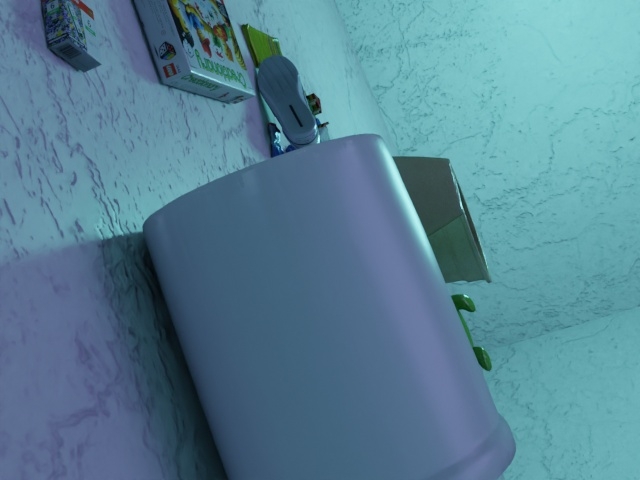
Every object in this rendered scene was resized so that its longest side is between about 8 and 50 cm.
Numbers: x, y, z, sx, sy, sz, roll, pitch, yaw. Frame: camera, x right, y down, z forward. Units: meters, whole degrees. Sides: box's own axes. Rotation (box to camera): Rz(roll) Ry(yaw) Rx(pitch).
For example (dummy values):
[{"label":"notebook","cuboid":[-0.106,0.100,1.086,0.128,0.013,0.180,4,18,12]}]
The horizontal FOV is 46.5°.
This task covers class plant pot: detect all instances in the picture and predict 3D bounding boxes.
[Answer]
[{"label":"plant pot","cuboid":[0.171,-0.085,1.667,0.256,0.273,0.257,-14,90,-77]},{"label":"plant pot","cuboid":[0.270,0.003,2.050,0.334,0.305,0.334,-19,90,-77]}]

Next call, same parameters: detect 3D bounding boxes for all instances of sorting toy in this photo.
[{"label":"sorting toy","cuboid":[-0.018,-0.330,1.935,0.132,0.046,0.275,-74,142,-67]}]

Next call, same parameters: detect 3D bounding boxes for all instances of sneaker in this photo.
[{"label":"sneaker","cuboid":[-0.071,-0.284,1.580,0.091,0.094,0.258,79,-7,-57]}]

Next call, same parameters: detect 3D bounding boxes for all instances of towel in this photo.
[{"label":"towel","cuboid":[-0.124,-0.439,1.729,0.237,0.021,0.102,-30,99,-76]}]

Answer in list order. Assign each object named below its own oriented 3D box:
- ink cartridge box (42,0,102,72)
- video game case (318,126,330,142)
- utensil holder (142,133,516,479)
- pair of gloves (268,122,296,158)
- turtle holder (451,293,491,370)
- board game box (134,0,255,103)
[{"label":"ink cartridge box","cuboid":[-0.286,-0.257,0.851,0.063,0.029,0.115,36,37,-66]},{"label":"video game case","cuboid":[0.031,-0.082,1.766,0.300,0.036,0.329,-71,145,-68]},{"label":"utensil holder","cuboid":[0.002,0.110,0.862,0.327,0.327,0.386,-13,83,-76]},{"label":"pair of gloves","cuboid":[-0.061,-0.155,1.590,0.198,0.023,0.159,40,34,-63]},{"label":"turtle holder","cuboid":[0.193,0.208,1.622,0.320,0.227,0.243,58,39,-5]},{"label":"board game box","cuboid":[-0.204,-0.334,1.216,0.305,0.053,0.193,-21,92,-76]}]
